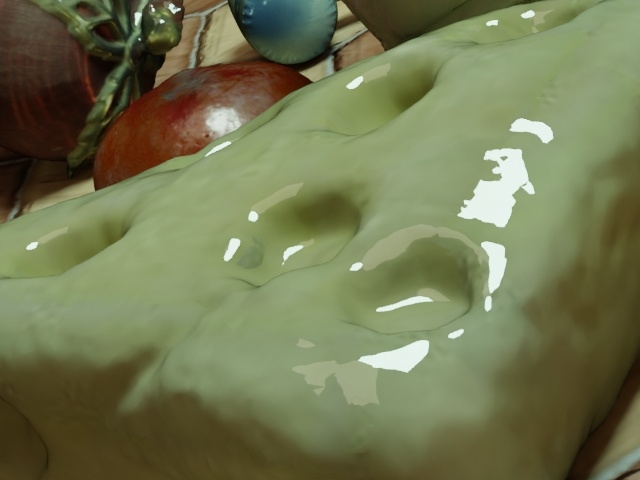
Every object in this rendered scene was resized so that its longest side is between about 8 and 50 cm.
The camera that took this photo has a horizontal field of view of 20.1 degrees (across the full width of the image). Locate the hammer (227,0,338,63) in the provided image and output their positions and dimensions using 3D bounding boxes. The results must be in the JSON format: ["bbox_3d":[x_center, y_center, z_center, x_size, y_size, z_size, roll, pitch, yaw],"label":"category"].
[{"bbox_3d":[0.032,-0.184,1.244,0.194,0.069,0.116,-19,22,-2],"label":"hammer"}]

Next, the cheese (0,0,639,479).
[{"bbox_3d":[0.000,0.000,0.788,0.351,0.129,0.328,3,37,43],"label":"cheese"}]

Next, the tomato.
[{"bbox_3d":[-0.066,-0.066,1.071,0.155,0.069,0.155,-19,23,8],"label":"tomato"}]

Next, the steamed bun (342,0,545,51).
[{"bbox_3d":[0.139,-0.186,0.974,0.320,0.206,0.275,-7,13,35],"label":"steamed bun"}]

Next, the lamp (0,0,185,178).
[{"bbox_3d":[-0.201,-0.113,1.205,0.223,0.151,0.215,-12,39,37],"label":"lamp"}]
